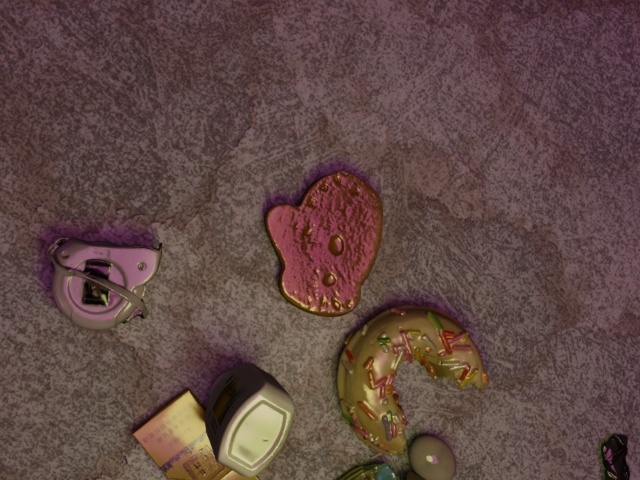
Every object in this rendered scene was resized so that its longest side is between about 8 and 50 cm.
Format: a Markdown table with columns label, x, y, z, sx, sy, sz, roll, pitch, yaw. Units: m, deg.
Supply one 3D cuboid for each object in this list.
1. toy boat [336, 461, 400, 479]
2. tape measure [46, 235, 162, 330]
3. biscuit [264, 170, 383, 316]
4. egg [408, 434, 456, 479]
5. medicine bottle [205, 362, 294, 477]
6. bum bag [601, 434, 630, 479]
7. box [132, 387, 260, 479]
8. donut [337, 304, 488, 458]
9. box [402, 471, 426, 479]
| label | x | y | z | sx | sy | sz | roll | pitch | yaw |
| --- | --- | --- | --- | --- | --- | --- | --- | --- | --- |
| toy boat | 0.059 | 0.623 | 1.603 | 0.276 | 0.084 | 0.111 | -37 | 101 | -9 |
| tape measure | -0.464 | 0.092 | 1.451 | 0.236 | 0.120 | 0.197 | 5 | 90 | -11 |
| biscuit | -0.001 | 0.000 | 1.606 | 0.288 | 0.057 | 0.343 | 17 | 85 | -15 |
| egg | 0.270 | 0.530 | 1.647 | 0.103 | 0.103 | 0.135 | -43 | 106 | -12 |
| medicine bottle | -0.159 | 0.355 | 1.419 | 0.124 | 0.324 | 0.179 | 32 | 84 | -12 |
| bum bag | 0.792 | 0.617 | 1.815 | 0.087 | 0.049 | 0.197 | -5 | 90 | -20 |
| box | -0.276 | 0.487 | 1.535 | 0.153 | 0.041 | 0.279 | -37 | 98 | -14 |
| donut | 0.209 | 0.311 | 1.610 | 0.371 | 0.150 | 0.307 | -34 | 97 | -13 |
| box | 0.243 | 0.600 | 1.582 | 0.126 | 0.091 | 0.031 | 31 | 117 | -8 |
